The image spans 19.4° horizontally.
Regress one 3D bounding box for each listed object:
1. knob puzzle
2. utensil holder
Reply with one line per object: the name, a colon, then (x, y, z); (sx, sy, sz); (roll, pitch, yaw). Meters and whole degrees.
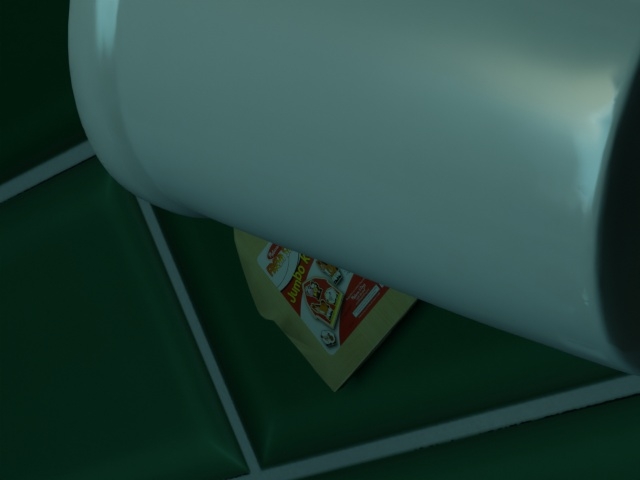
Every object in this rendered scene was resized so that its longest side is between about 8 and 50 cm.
knob puzzle: (0.000, 0.000, 1.514); (0.213, 0.030, 0.213); (19, 120, 37)
utensil holder: (0.088, -0.120, 1.172); (0.385, 0.327, 0.328); (22, 121, 34)
